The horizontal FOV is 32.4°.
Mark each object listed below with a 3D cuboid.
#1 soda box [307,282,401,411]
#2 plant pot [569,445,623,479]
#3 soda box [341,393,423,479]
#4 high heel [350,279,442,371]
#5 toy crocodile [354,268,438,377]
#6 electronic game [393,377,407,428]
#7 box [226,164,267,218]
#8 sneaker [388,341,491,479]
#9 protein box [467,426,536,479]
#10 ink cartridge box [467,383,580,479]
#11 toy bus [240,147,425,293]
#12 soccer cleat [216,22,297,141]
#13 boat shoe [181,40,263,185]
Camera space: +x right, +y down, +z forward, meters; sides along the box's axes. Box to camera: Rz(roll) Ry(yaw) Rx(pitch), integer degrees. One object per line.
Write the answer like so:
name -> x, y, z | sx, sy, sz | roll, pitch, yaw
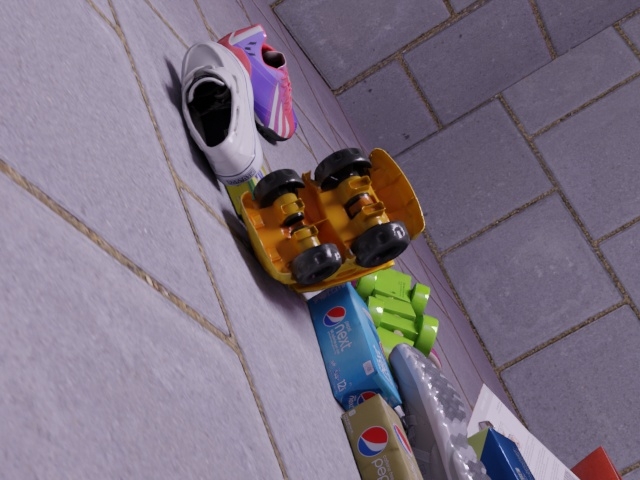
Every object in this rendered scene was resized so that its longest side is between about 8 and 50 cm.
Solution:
soda box -> 0.043, 0.146, 1.486 | 0.071, 0.067, 0.210 | 53, 11, -34
plant pot -> 0.499, 0.583, 2.015 | 0.267, 0.235, 0.267 | 58, 8, -7
soda box -> 0.083, 0.275, 1.313 | 0.061, 0.058, 0.181 | 52, 11, -40
high heel -> 0.130, 0.153, 1.905 | 0.244, 0.082, 0.117 | 36, 31, -37
toy crocodile -> 0.104, 0.123, 1.690 | 0.115, 0.105, 0.340 | 19, 19, -6
electronic game -> 0.138, 0.249, 1.725 | 0.229, 0.048, 0.229 | 49, 15, -18
box -> -0.104, -0.090, 1.535 | 0.179, 0.043, 0.105 | 63, 9, 32
sneaker -> 0.132, 0.262, 1.441 | 0.105, 0.115, 0.281 | 34, 30, -50
protein box -> 0.253, 0.397, 1.589 | 0.200, 0.136, 0.201 | 63, 10, 24
ink cartridge box -> 0.325, 0.407, 1.866 | 0.261, 0.066, 0.296 | 45, 23, 1
toy bus -> 0.000, 0.000, 1.468 | 0.149, 0.220, 0.211 | 64, -23, 20
soccer cleat -> -0.092, -0.273, 1.952 | 0.109, 0.116, 0.318 | 64, 10, 27
boat shoe -> -0.148, -0.192, 1.488 | 0.088, 0.096, 0.268 | 56, 17, -50
